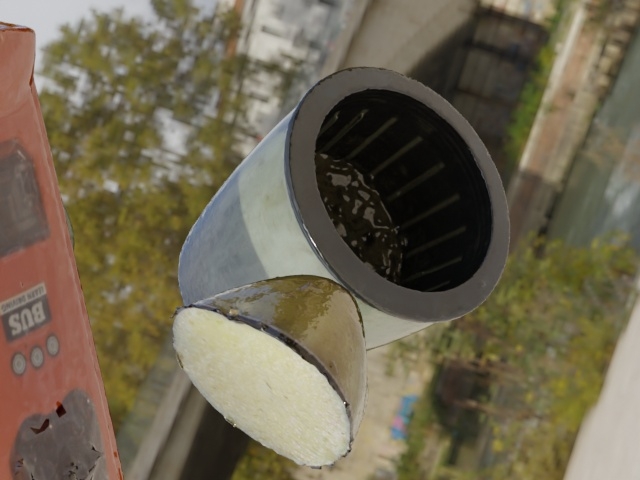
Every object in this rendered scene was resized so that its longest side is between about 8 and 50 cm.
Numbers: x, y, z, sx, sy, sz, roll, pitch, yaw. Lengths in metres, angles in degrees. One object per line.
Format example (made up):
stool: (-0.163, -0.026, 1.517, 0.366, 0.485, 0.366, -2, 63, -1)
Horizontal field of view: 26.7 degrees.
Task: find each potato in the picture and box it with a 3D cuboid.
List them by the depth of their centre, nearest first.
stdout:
potato: (-0.019, 0.087, 1.122, 0.117, 0.182, 0.202, -47, -17, -29)

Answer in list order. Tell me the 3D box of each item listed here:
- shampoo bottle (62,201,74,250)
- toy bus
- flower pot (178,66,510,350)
shampoo bottle: (-0.340, 0.010, 1.153, 0.118, 0.234, 0.087, 48, -153, -56)
toy bus: (-0.188, 0.006, 0.579, 0.143, 0.153, 0.329, -30, -70, -64)
flower pot: (0.000, 0.000, 1.546, 0.330, 0.293, 0.294, -31, 29, 48)
